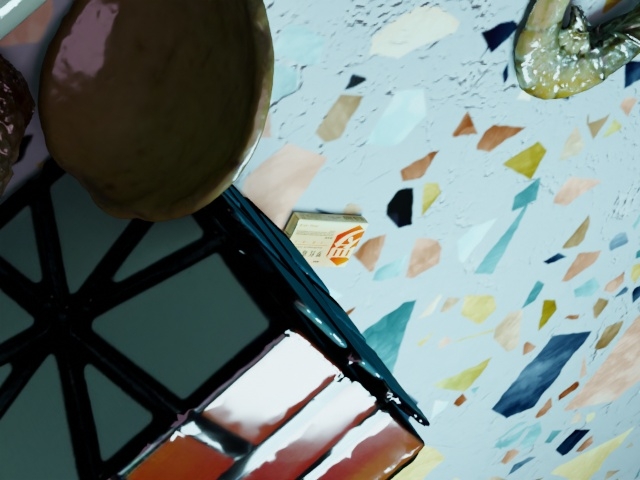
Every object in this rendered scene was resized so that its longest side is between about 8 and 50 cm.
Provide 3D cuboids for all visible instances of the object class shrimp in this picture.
[{"bbox_3d":[0.282,-0.223,1.118,0.217,0.051,0.150,-31,136,-4],"label":"shrimp"}]

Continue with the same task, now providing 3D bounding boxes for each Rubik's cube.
[{"bbox_3d":[-0.126,0.111,0.927,0.293,0.288,0.283,-38,142,1],"label":"Rubik's cube"}]

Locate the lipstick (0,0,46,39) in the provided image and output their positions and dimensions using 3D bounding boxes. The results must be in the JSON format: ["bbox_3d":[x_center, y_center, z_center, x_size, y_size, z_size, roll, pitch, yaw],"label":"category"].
[{"bbox_3d":[-0.275,-0.109,0.715,0.254,0.070,0.070,-43,144,-10],"label":"lipstick"}]

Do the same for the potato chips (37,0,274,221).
[{"bbox_3d":[-0.107,-0.118,0.805,0.062,0.195,0.208,-6,96,-61],"label":"potato chips"}]

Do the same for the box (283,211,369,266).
[{"bbox_3d":[0.000,0.000,1.137,0.093,0.015,0.058,3,125,-41],"label":"box"}]

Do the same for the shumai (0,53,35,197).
[{"bbox_3d":[-0.259,-0.072,0.789,0.139,0.105,0.123,-42,148,-30],"label":"shumai"}]
